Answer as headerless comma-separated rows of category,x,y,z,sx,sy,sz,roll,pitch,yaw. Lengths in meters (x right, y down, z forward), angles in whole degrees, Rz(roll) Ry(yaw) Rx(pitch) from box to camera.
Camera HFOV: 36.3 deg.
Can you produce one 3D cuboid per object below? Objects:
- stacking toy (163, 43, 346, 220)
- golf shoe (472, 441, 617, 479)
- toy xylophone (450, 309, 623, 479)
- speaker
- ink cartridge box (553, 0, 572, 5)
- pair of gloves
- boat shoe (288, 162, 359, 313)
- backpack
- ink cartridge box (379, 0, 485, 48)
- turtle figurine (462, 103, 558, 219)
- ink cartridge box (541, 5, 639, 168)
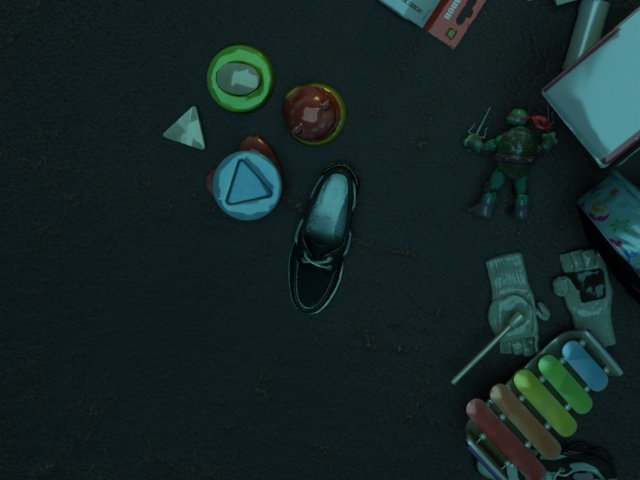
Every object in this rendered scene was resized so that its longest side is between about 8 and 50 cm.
stacking toy,-0.135,-0.207,1.816,0.279,0.130,0.309,38,99,-1
golf shoe,0.430,0.433,1.866,0.272,0.120,0.105,3,100,6
toy xylophone,0.385,0.282,1.813,0.236,0.081,0.323,39,89,-8
speaker,0.483,-0.371,1.775,0.055,0.055,0.136,14,100,3
ink cartridge box,0.460,-0.494,1.734,0.198,0.067,0.115,-16,121,7
pair of gloves,0.437,0.119,1.857,0.240,0.042,0.204,-5,98,7
boat shoe,0.000,0.000,1.853,0.114,0.091,0.303,10,99,4
backpack,0.570,-0.006,1.708,0.191,0.225,0.253,-43,116,14
ink cartridge box,0.210,-0.459,1.793,0.179,0.045,0.145,34,100,2
turtle figurine,0.348,-0.159,1.793,0.175,0.118,0.234,8,105,4
ink cartridge box,0.528,-0.260,1.606,0.279,0.384,0.160,-41,81,14
